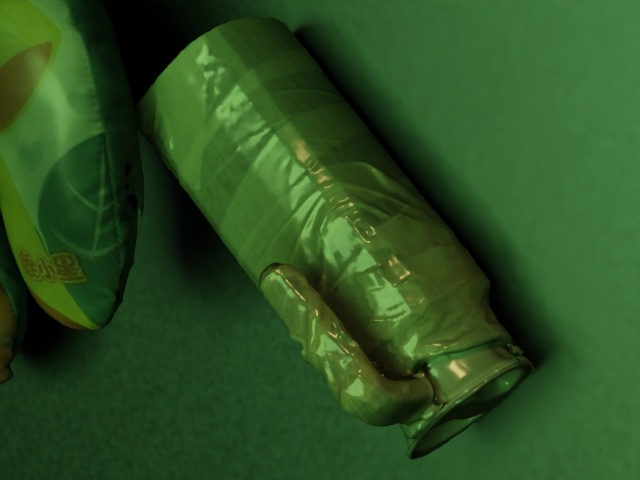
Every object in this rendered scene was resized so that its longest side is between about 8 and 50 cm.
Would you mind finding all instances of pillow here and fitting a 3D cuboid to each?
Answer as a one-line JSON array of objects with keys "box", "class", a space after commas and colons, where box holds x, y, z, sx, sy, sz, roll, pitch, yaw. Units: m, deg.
[{"box": [-0.155, -0.047, 0.937, 0.233, 0.086, 0.214, -24, 84, 53], "class": "pillow"}]

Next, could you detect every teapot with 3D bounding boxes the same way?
[{"box": [0.000, 0.000, 0.859, 0.077, 0.107, 0.200, -46, 72, 27], "class": "teapot"}]
